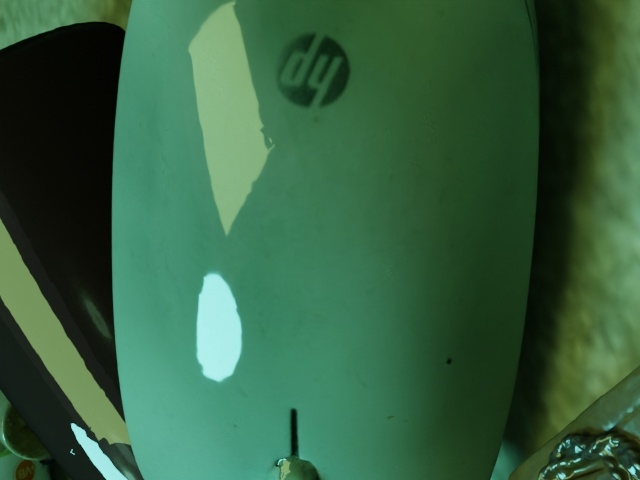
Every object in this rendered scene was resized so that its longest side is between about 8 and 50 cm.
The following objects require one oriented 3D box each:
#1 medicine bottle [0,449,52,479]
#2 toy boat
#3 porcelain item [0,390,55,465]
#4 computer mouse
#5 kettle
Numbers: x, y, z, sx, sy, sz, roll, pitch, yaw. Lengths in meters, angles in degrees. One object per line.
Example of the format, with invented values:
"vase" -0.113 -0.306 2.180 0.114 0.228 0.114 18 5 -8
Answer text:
"medicine bottle" -0.205 0.199 1.100 0.086 0.086 0.183 12 115 53
"toy boat" 0.112 0.079 0.597 0.057 0.077 0.200 59 144 17
"porcelain item" -0.209 0.078 1.067 0.213 0.084 0.054 14 142 53
"computer mouse" -0.001 0.002 0.648 0.097 0.159 0.289 -72 -12 -68
"kettle" -0.105 0.041 0.841 0.232 0.144 0.202 59 152 10
